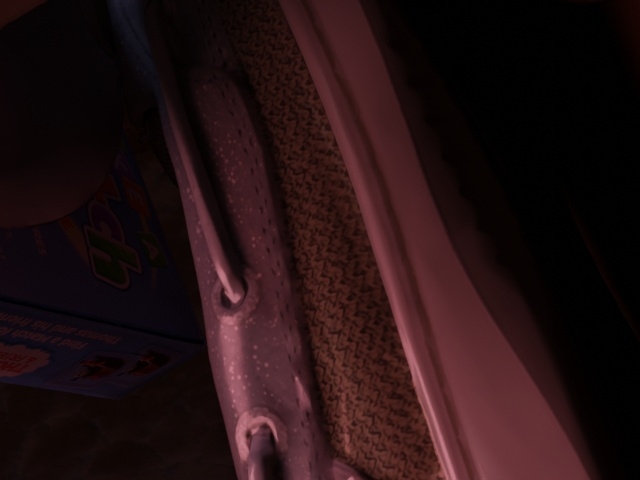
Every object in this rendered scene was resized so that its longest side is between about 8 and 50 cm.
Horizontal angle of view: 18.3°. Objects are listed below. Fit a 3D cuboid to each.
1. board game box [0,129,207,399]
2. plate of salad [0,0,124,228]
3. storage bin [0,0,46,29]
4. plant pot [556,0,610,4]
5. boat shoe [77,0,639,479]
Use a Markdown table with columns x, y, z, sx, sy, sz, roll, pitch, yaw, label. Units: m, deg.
| x | y | z | sx | sy | sz | roll | pitch | yaw | label |
| --- | --- | --- | --- | --- | --- | --- | --- | --- | --- |
| -0.122 | -0.048 | 0.474 | 0.211 | 0.039 | 0.160 | 17 | -134 | -58 | board game box |
| -0.105 | -0.094 | 0.454 | 0.200 | 0.048 | 0.200 | 47 | -155 | -29 | plate of salad |
| -0.115 | -0.202 | 0.328 | 0.260 | 0.123 | 0.262 | 38 | -154 | -58 | storage bin |
| 0.009 | -0.156 | 0.399 | 0.236 | 0.032 | 0.236 | 161 | 90 | -84 | plant pot |
| 0.002 | 0.002 | 0.459 | 0.118 | 0.103 | 0.320 | 29 | -146 | -60 | boat shoe |
